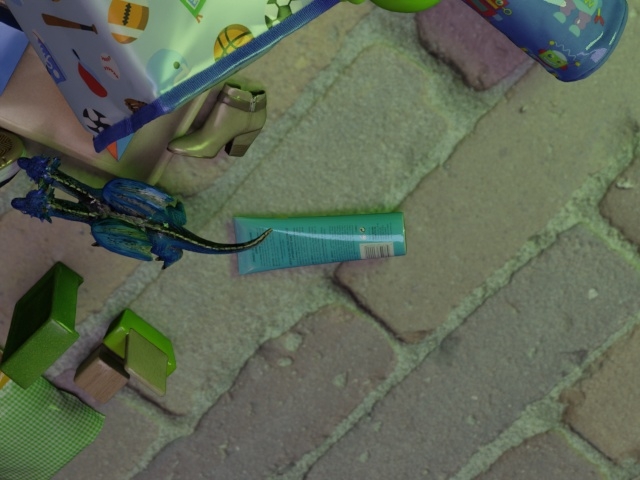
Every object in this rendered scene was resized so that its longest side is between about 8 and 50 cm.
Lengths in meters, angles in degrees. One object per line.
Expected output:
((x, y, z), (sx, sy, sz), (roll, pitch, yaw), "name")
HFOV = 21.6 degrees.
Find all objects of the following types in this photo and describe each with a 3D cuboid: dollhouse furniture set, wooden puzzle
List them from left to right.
((-0.344, 0.209, 2.041), (0.197, 0.151, 0.301), (40, 108, -22), "dollhouse furniture set")
((-0.273, -0.243, 1.852), (0.347, 0.080, 0.322), (25, 113, -17), "wooden puzzle")

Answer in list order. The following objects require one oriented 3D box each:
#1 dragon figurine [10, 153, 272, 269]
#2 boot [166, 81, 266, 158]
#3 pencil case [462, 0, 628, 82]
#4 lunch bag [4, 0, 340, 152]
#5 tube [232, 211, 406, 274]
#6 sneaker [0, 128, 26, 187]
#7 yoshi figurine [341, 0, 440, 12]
((-0.210, -0.022, 1.905), (0.289, 0.144, 0.085), (17, 87, 10), "dragon figurine")
((-0.116, -0.139, 1.923), (0.118, 0.042, 0.087), (-3, 120, -39), "boot")
((0.203, -0.307, 1.841), (0.306, 0.133, 0.119), (37, 153, -21), "pencil case")
((-0.136, -0.325, 1.679), (0.385, 0.239, 0.328), (-37, 101, -27), "lunch bag")
((0.000, 0.000, 2.025), (0.207, 0.052, 0.080), (-4, 113, 3), "tube")
((-0.457, -0.016, 1.948), (0.282, 0.099, 0.153), (-27, 137, -9), "sneaker")
((0.015, -0.299, 1.531), (0.362, 0.203, 0.204), (10, 80, -30), "yoshi figurine")
